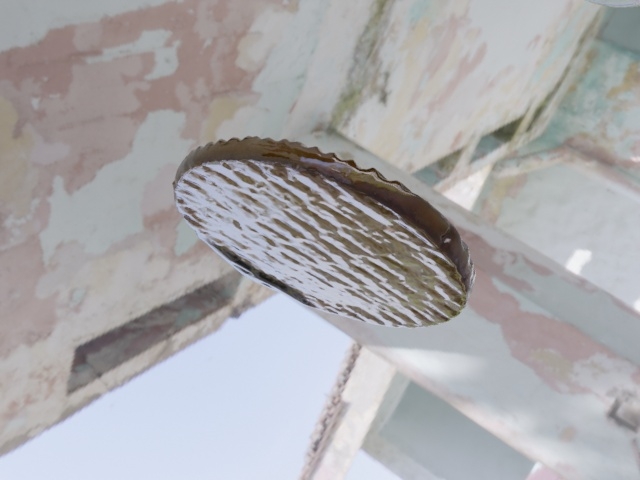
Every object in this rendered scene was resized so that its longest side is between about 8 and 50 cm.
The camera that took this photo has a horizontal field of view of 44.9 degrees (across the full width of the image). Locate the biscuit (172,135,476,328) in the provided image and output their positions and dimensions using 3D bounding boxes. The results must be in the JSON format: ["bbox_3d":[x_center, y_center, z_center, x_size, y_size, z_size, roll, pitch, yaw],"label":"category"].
[{"bbox_3d":[0.000,0.000,0.777,0.318,0.318,0.040,82,-152,-63],"label":"biscuit"}]

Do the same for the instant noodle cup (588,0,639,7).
[{"bbox_3d":[0.310,-0.434,0.748,0.254,0.325,0.325,-43,-20,-4],"label":"instant noodle cup"}]
